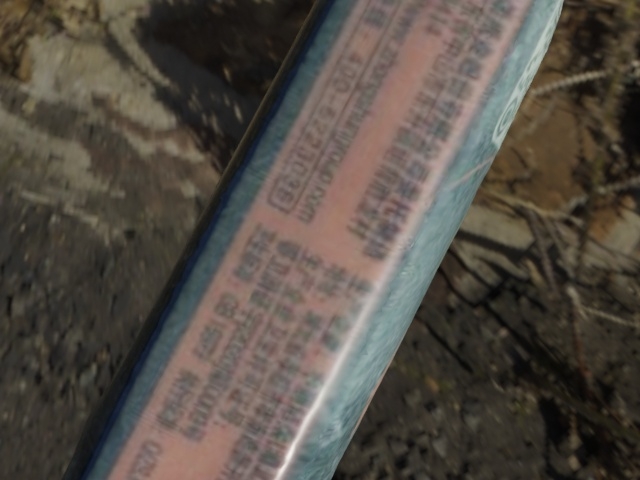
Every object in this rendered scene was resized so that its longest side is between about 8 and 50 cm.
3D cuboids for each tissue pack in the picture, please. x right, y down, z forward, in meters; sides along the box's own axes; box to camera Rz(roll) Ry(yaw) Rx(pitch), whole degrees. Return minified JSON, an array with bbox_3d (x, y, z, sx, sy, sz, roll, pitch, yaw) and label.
[{"bbox_3d":[0.000,0.000,0.766,0.103,0.228,0.316,28,92,2],"label":"tissue pack"}]
